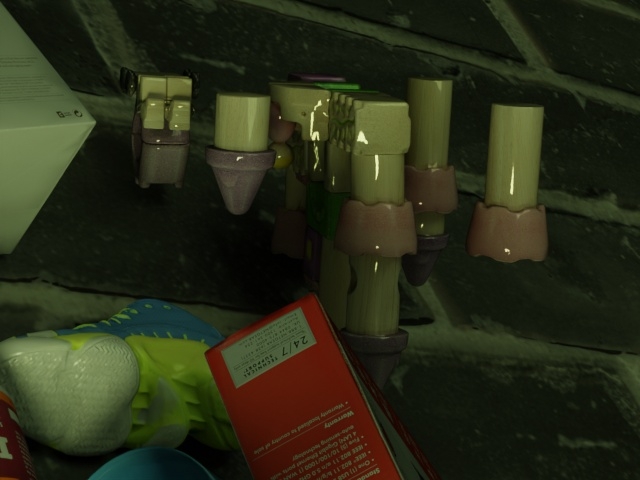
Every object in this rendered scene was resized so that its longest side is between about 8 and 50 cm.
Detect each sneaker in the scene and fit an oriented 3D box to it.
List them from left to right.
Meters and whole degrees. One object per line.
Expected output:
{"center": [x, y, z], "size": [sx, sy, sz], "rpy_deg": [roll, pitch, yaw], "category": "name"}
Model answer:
{"center": [-0.148, 0.094, 1.268], "size": [0.240, 0.091, 0.126], "rpy_deg": [15, 18, -35], "category": "sneaker"}

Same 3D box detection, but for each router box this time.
{"center": [0.067, 0.240, 1.111], "size": [0.301, 0.082, 0.335], "rpy_deg": [64, 4, 38], "category": "router box"}

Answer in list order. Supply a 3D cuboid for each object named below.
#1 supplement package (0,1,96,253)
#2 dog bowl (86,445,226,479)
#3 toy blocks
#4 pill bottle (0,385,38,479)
{"center": [-0.315, -0.098, 1.261], "size": [0.203, 0.149, 0.194], "rpy_deg": [50, 31, 20], "category": "supplement package"}
{"center": [-0.064, 0.263, 1.034], "size": [0.074, 0.166, 0.297], "rpy_deg": [23, 30, -47], "category": "dog bowl"}
{"center": [0.000, 0.000, 1.450], "size": [0.309, 0.260, 0.288], "rpy_deg": [1, 11, -15], "category": "toy blocks"}
{"center": [-0.212, 0.164, 1.072], "size": [0.086, 0.086, 0.152], "rpy_deg": [11, 39, -39], "category": "pill bottle"}
